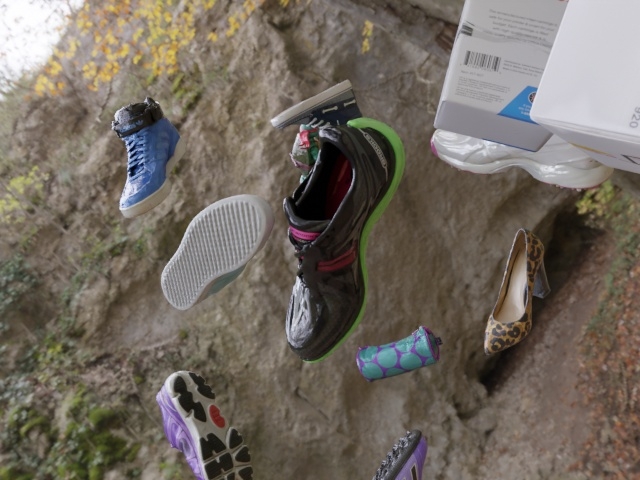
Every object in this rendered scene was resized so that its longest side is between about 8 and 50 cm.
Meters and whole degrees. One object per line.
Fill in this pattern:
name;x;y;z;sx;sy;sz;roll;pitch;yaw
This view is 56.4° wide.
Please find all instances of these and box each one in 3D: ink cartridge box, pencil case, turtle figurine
ink cartridge box;0.249;-0.239;0.791;0.086;0.148;0.203;82;-156;-75
ink cartridge box;0.340;-0.153;0.559;0.232;0.168;0.171;8;-78;-49
pencil case;0.141;0.206;1.078;0.151;0.070;0.064;-24;-25;26
turtle figurine;-0.007;-0.184;1.290;0.118;0.175;0.234;-3;-47;-7

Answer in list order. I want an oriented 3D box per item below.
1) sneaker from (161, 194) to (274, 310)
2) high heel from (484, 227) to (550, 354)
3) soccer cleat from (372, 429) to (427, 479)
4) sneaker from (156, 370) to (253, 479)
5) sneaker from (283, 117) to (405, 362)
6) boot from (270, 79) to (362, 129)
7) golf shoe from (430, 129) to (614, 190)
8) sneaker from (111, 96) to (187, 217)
sneaker;-0.191;0.006;1.208;0.366;0.135;0.150;-36;0;40
high heel;0.402;0.105;1.278;0.261;0.093;0.186;-42;-58;-30
soccer cleat;0.122;0.484;1.028;0.318;0.116;0.108;-62;-10;-5
sneaker;-0.139;0.236;0.699;0.068;0.170;0.071;-5;-31;-50
sneaker;0.000;0.000;1.132;0.202;0.185;0.483;3;-74;-42
boot;-0.002;-0.246;1.193;0.190;0.086;0.069;-30;14;-18
golf shoe;0.328;-0.178;0.993;0.115;0.306;0.140;-50;-40;-37
sneaker;-0.190;-0.094;0.622;0.058;0.085;0.152;-15;35;19
